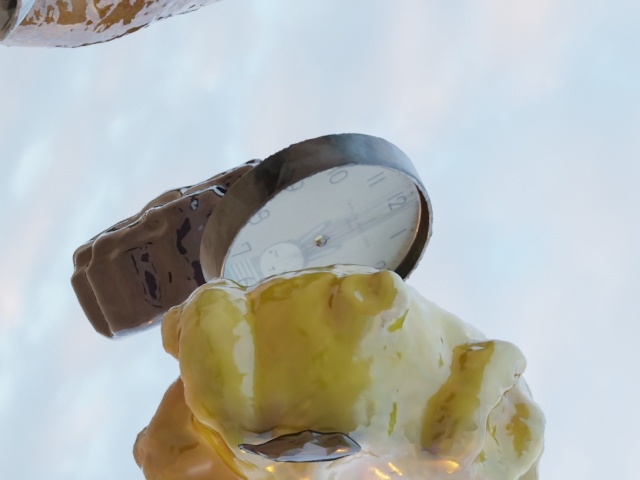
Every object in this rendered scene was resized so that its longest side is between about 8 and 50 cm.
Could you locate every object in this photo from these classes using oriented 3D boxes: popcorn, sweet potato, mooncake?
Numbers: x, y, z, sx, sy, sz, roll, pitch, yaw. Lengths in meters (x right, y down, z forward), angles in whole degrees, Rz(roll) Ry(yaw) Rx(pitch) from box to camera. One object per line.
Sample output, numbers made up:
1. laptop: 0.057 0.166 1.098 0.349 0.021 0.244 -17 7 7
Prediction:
1. popcorn: 0.005 0.135 1.284 0.316 0.297 0.281 -34 -154 36
2. sweet potato: -0.184 -0.218 1.427 0.131 0.337 0.131 13 -65 29
3. mooncake: -0.148 0.009 2.001 0.283 0.283 0.141 -23 -87 59

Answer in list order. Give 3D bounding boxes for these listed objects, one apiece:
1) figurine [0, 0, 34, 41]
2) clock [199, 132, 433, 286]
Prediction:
1. figurine: -0.199 -0.162 1.013 0.094 0.082 0.086 154 -58 -62
2. clock: 0.000 0.000 1.578 0.215 0.215 0.042 -59 -138 28
